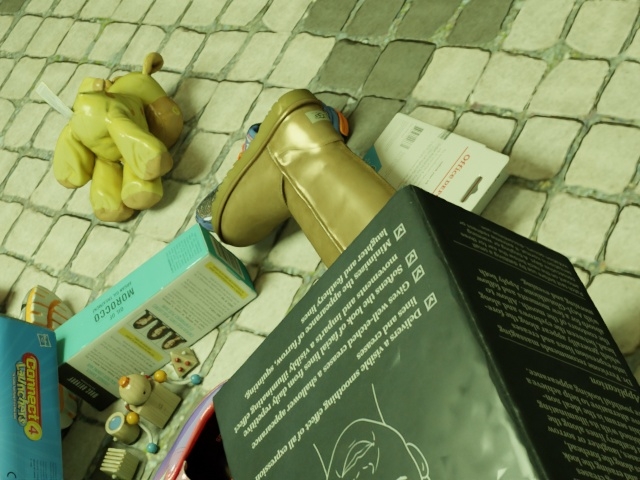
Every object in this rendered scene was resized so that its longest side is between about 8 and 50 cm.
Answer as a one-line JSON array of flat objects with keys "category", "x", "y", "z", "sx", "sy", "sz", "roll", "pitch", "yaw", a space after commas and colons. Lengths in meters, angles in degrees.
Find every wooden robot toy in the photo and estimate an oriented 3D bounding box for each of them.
[{"category": "wooden robot toy", "x": -0.211, "y": 0.181, "z": 1.431, "sx": 0.076, "sy": 0.079, "sz": 0.173, "roll": 19, "pitch": 71, "yaw": 44}]

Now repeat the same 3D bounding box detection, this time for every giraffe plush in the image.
[{"category": "giraffe plush", "x": -0.258, "y": -0.154, "z": 1.679, "sx": 0.181, "sy": 0.210, "sz": 0.170, "roll": -25, "pitch": 12, "yaw": 36}]

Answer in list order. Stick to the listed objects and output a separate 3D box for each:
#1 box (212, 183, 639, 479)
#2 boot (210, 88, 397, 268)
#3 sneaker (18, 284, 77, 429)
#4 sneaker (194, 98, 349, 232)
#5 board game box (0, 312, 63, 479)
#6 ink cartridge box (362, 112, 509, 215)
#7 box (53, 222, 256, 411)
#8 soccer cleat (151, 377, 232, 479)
[{"category": "box", "x": 0.109, "y": 0.207, "z": 1.010, "sx": 0.293, "sy": 0.212, "sz": 0.395, "roll": -48, "pitch": 39, "yaw": 26}, {"category": "boot", "x": 0.000, "y": 0.000, "z": 1.379, "sx": 0.269, "sy": 0.089, "sz": 0.236, "roll": 53, "pitch": 134, "yaw": 28}, {"category": "sneaker", "x": -0.357, "y": 0.148, "z": 1.569, "sx": 0.083, "sy": 0.084, "sz": 0.215, "roll": -29, "pitch": 46, "yaw": 24}, {"category": "sneaker", "x": -0.073, "y": -0.098, "z": 1.529, "sx": 0.221, "sy": 0.087, "sz": 0.083, "roll": -44, "pitch": 42, "yaw": 2}, {"category": "board game box", "x": -0.417, "y": 0.286, "z": 1.425, "sx": 0.302, "sy": 0.086, "sz": 0.308, "roll": -32, "pitch": 53, "yaw": 33}, {"category": "ink cartridge box", "x": 0.126, "y": -0.062, "z": 1.366, "sx": 0.104, "sy": 0.060, "sz": 0.180, "roll": -52, "pitch": 43, "yaw": -8}, {"category": "box", "x": -0.203, "y": 0.092, "z": 1.476, "sx": 0.244, "sy": 0.100, "sz": 0.060, "roll": -36, "pitch": 42, "yaw": 10}, {"category": "soccer cleat", "x": -0.138, "y": 0.272, "z": 1.226, "sx": 0.108, "sy": 0.116, "sz": 0.318, "roll": 29, "pitch": 83, "yaw": 7}]
